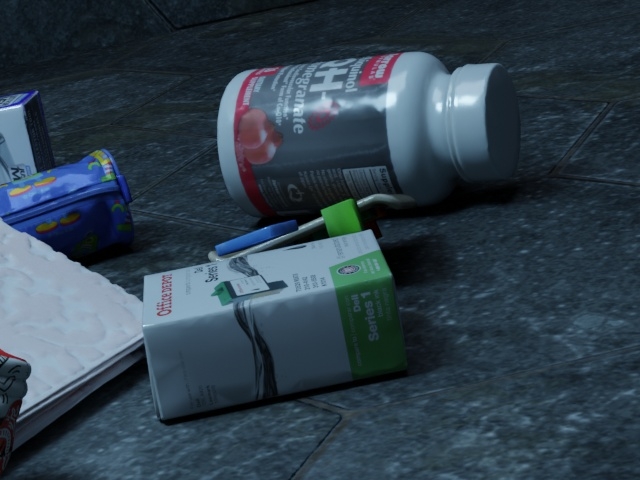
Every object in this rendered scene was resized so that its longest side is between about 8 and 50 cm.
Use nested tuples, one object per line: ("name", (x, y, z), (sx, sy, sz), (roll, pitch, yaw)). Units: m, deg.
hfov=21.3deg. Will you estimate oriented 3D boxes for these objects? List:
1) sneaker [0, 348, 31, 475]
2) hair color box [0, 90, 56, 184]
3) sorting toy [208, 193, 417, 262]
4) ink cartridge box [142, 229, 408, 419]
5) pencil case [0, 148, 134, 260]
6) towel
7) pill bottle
("sneaker", (-0.359, 0.105, 1.345), (0.270, 0.145, 0.090), (19, -5, 12))
("hair color box", (-0.493, -0.058, 2.073), (0.339, 0.185, 0.110), (-9, 15, 5))
("sorting toy", (0.000, 0.000, 1.726), (0.196, 0.047, 0.348), (-19, -1, 9))
("ink cartridge box", (-0.045, 0.071, 1.503), (0.219, 0.092, 0.160), (-11, 16, -3))
("pencil case", (-0.357, -0.010, 1.934), (0.306, 0.119, 0.133), (-19, 1, -27))
("towel", (-0.353, 0.068, 1.547), (0.332, 0.053, 0.317), (28, 31, 20))
("pill bottle", (0.058, -0.122, 1.941), (0.318, 0.176, 0.176), (-4, 18, 24))
